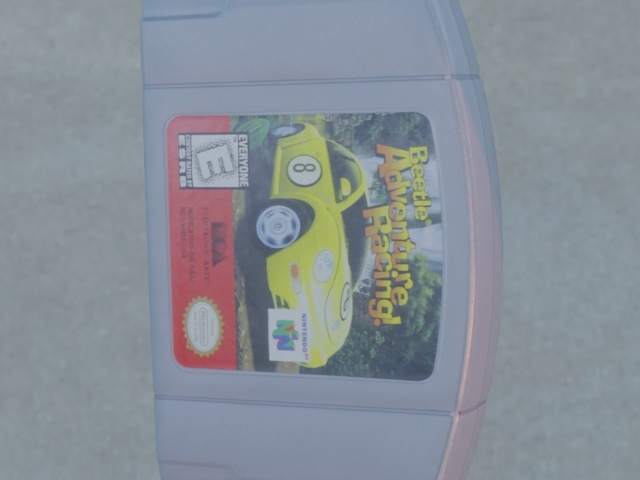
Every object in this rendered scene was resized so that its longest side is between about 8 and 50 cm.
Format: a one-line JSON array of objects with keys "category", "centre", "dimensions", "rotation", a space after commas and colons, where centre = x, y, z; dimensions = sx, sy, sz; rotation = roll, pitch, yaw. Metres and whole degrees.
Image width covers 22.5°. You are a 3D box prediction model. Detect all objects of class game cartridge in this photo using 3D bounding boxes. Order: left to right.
[{"category": "game cartridge", "centre": [0.000, 0.000, 0.868], "dimensions": [0.196, 0.294, 0.060], "rotation": [0, 5, 21]}]
